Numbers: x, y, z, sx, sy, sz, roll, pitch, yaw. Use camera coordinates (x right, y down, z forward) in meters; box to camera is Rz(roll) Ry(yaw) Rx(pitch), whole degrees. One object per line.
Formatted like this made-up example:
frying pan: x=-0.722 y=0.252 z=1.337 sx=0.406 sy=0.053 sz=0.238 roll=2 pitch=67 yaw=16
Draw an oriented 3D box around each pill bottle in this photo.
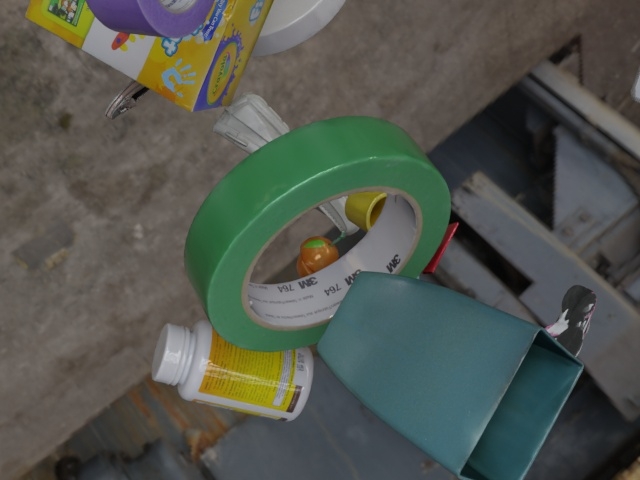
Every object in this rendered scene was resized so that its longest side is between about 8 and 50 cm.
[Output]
pill bottle: x=-0.126 y=0.183 z=1.394 sx=0.215 sy=0.117 sz=0.117 roll=16 pitch=123 yaw=-17

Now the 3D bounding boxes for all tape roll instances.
tape roll: x=-0.115 y=-0.566 z=2.044 sx=0.392 sy=0.392 sz=0.072 roll=-42 pitch=149 yaw=-2
tape roll: x=0.000 y=0.000 z=1.158 sx=0.321 sy=0.077 sz=0.321 roll=-21 pitch=144 yaw=-16
tape roll: x=-0.198 y=-0.336 z=1.148 sx=0.189 sy=0.080 sz=0.189 roll=-37 pitch=132 yaw=-56

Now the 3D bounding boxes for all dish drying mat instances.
dish drying mat: x=0.172 y=0.012 z=1.386 sx=0.083 sy=0.008 sz=0.032 roll=-59 pitch=-169 yaw=-15

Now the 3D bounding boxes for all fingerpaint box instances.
fingerpaint box: x=-0.254 y=-0.505 z=1.682 sx=0.445 sy=0.371 sz=0.163 roll=-65 pitch=167 yaw=20

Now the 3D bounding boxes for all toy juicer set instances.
toy juicer set: x=0.070 y=0.099 z=1.461 sx=0.209 sy=0.089 sz=0.329 roll=-39 pitch=129 yaw=-24

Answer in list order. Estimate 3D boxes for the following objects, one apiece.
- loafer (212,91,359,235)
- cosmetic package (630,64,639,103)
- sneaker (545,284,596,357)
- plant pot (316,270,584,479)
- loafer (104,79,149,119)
loafer: x=-0.056 y=-0.120 z=1.734 sx=0.111 sy=0.319 sz=0.112 roll=-44 pitch=-177 yaw=1
cosmetic package: x=0.382 y=-0.170 z=0.589 sx=0.453 sy=0.230 sz=0.161 roll=-33 pitch=143 yaw=-50
sneaker: x=0.417 y=0.166 z=1.643 sx=0.178 sy=0.072 sz=0.077 roll=-50 pitch=149 yaw=-24
plant pot: x=0.125 y=0.138 z=1.059 sx=0.165 sy=0.234 sz=0.165 roll=-61 pitch=144 yaw=-4
loafer: x=-0.351 y=-0.272 z=1.828 sx=0.125 sy=0.039 sz=0.045 roll=-51 pitch=178 yaw=-9
